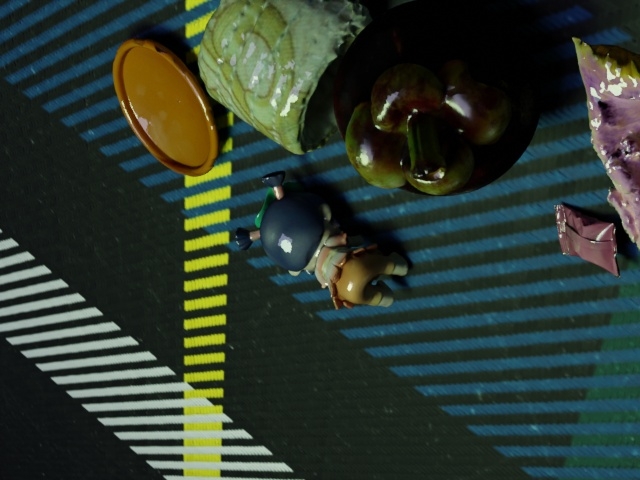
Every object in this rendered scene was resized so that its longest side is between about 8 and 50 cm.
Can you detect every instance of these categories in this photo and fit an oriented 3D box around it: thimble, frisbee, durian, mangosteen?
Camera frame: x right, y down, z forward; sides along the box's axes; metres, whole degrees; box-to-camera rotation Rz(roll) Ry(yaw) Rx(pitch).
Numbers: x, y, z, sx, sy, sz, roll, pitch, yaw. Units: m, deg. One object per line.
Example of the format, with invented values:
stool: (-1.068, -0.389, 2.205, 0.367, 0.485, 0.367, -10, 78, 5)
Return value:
thimble: (-0.032, -0.197, 1.534, 0.143, 0.137, 0.190, 40, 134, 20)
frisbee: (-0.186, -0.169, 1.844, 0.192, 0.035, 0.192, 33, 141, 31)
durian: (0.345, -0.043, 1.235, 0.191, 0.112, 0.341, 1, 130, 39)
mangosteen: (0.100, -0.121, 1.351, 0.194, 0.230, 0.194, 8, 117, 16)

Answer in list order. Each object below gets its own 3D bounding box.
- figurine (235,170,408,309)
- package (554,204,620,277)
figurine: (0.000, 0.000, 1.710, 0.195, 0.102, 0.111, 34, 109, 34)
package: (0.262, 0.000, 1.443, 0.083, 0.029, 0.059, 26, 135, 49)
